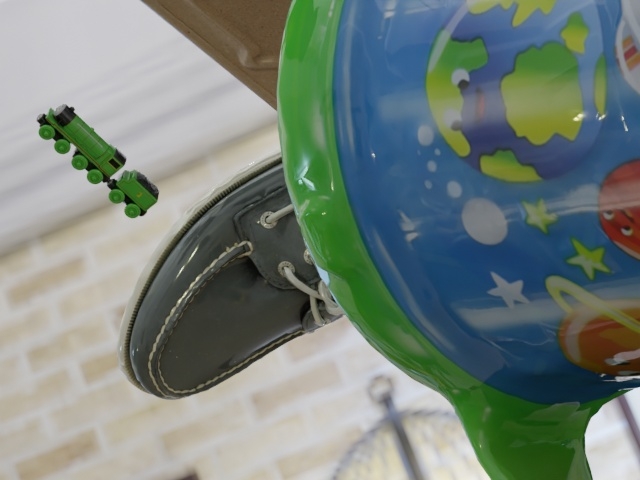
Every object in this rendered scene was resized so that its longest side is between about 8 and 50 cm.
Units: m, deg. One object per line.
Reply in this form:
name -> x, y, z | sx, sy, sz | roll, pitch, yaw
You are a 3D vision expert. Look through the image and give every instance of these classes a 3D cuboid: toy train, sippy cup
toy train -> -0.123, -0.045, 1.057 | 0.023, 0.083, 0.017 | -37, 23, 21
sippy cup -> 0.140, -0.053, 0.677 | 0.240, 0.305, 0.224 | -36, 17, -33

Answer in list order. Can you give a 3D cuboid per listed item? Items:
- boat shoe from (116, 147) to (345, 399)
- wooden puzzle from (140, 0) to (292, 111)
boat shoe -> 0.000, 0.000, 1.275 | 0.319, 0.099, 0.116 | -41, -51, -4
wooden puzzle -> 0.077, -0.137, 1.011 | 0.322, 0.348, 0.080 | -40, 18, 55
